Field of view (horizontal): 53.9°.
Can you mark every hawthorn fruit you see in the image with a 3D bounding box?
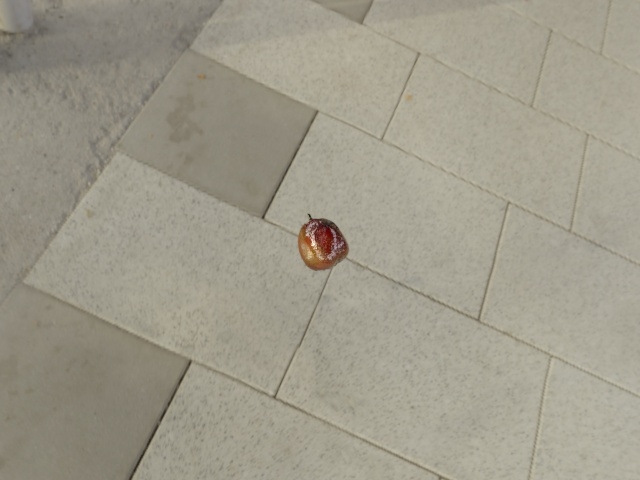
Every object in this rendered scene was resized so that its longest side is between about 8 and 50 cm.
[{"bbox_3d":[0.003,0.005,0.891,0.077,0.077,0.077,7,61,-12],"label":"hawthorn fruit"}]
